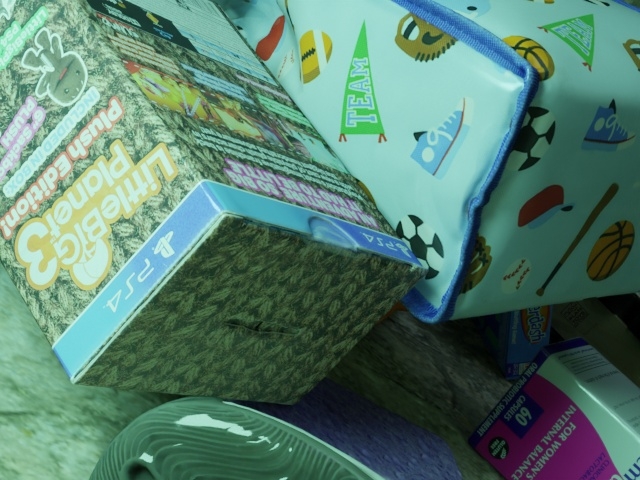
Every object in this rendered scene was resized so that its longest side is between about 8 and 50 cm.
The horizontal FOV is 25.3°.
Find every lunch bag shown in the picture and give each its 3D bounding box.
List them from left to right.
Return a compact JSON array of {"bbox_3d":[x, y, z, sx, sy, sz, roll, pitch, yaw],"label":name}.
[{"bbox_3d":[0.103,-0.132,1.132,0.328,0.239,0.385,-1,29,-43],"label":"lunch bag"}]

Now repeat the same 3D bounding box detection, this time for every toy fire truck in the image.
[{"bbox_3d":[0.345,0.102,1.588,0.246,0.158,0.217,32,13,-52],"label":"toy fire truck"}]

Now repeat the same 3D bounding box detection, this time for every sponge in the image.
[{"bbox_3d":[0.014,0.143,1.031,0.210,0.031,0.117,28,18,-21],"label":"sponge"}]

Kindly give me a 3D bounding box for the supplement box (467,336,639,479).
[{"bbox_3d":[0.252,0.197,1.199,0.220,0.111,0.114,42,19,20],"label":"supplement box"}]

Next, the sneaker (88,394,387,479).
[{"bbox_3d":[0.069,0.234,0.756,0.447,0.169,0.257,43,9,-4],"label":"sneaker"}]

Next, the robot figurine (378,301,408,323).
[{"bbox_3d":[-0.004,-0.002,1.189,0.219,0.158,0.128,13,-16,-30],"label":"robot figurine"}]

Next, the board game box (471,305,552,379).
[{"bbox_3d":[0.182,0.017,1.456,0.047,0.160,0.210,-6,31,-11],"label":"board game box"}]

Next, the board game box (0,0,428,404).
[{"bbox_3d":[-0.109,-0.050,0.940,0.232,0.141,0.291,16,32,-56],"label":"board game box"}]
